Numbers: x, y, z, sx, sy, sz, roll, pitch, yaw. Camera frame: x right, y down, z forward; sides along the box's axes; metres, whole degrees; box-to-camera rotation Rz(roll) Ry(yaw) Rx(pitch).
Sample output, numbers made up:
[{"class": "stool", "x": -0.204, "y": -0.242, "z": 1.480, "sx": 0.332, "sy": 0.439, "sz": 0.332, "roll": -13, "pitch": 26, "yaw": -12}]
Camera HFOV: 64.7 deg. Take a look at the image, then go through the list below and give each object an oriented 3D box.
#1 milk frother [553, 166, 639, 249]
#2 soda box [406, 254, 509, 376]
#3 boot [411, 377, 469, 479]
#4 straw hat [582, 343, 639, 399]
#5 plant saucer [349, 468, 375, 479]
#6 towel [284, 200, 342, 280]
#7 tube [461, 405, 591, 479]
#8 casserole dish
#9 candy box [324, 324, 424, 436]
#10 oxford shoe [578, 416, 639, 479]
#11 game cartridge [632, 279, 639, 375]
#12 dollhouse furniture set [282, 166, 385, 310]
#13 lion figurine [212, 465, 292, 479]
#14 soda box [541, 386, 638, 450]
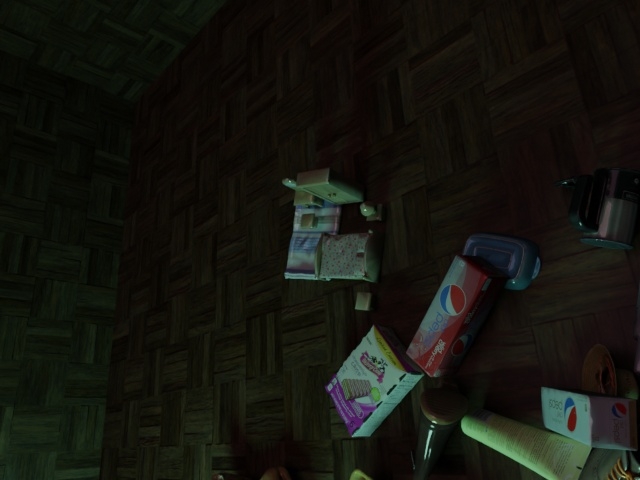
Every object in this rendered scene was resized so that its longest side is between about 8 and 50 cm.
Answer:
[{"class": "milk frother", "x": 0.507, "y": -0.060, "z": 0.942, "sx": 0.143, "sy": 0.129, "sz": 0.134, "roll": 63, "pitch": -139, "yaw": -86}, {"class": "soda box", "x": 0.288, "y": 0.163, "z": 1.082, "sx": 0.092, "sy": 0.084, "sz": 0.263, "roll": 42, "pitch": 118, "yaw": 44}, {"class": "boot", "x": 0.229, "y": 0.397, "z": 1.004, "sx": 0.090, "sy": 0.248, "sz": 0.206, "roll": 14, "pitch": 92, "yaw": 19}, {"class": "straw hat", "x": 0.500, "y": 0.247, "z": 0.853, "sx": 0.061, "sy": 0.144, "sz": 0.144, "roll": 2, "pitch": 76, "yaw": 7}, {"class": "plant saucer", "x": 0.164, "y": 0.720, "z": 1.078, "sx": 0.333, "sy": 0.081, "sz": 0.332, "roll": 15, "pitch": 89, "yaw": 49}, {"class": "towel", "x": -0.023, "y": -0.016, "z": 1.563, "sx": 0.209, "sy": 0.034, "sz": 0.284, "roll": 0, "pitch": 78, "yaw": 48}, {"class": "tube", "x": 0.372, "y": 0.376, "z": 0.939, "sx": 0.240, "sy": 0.062, "sz": 0.069, "roll": 2, "pitch": 95, "yaw": 58}, {"class": "casserole dish", "x": 0.377, "y": 0.039, "z": 1.089, "sx": 0.188, "sy": 0.037, "sz": 0.114, "roll": 14, "pitch": 88, "yaw": 51}, {"class": "candy box", "x": 0.126, "y": 0.346, "z": 1.247, "sx": 0.233, "sy": 0.071, "sz": 0.159, "roll": -56, "pitch": 43, "yaw": 20}, {"class": "oxford shoe", "x": 0.480, "y": 0.362, "z": 0.791, "sx": 0.363, "sy": 0.133, "sz": 0.130, "roll": -58, "pitch": 43, "yaw": 18}, {"class": "game cartridge", "x": 0.616, "y": 0.050, "z": 0.758, "sx": 0.230, "sy": 0.068, "sz": 0.354, "roll": 2, "pitch": 72, "yaw": 47}, {"class": "dollhouse furniture set", "x": 0.000, "y": 0.000, "z": 1.392, "sx": 0.303, "sy": 0.174, "sz": 0.355, "roll": -3, "pitch": 74, "yaw": 41}, {"class": "lion figurine", "x": -0.172, "y": 0.736, "z": 1.438, "sx": 0.392, "sy": 0.142, "sz": 0.240, "roll": -34, "pitch": 46, "yaw": 20}, {"class": "soda box", "x": 0.428, "y": 0.283, "z": 0.822, "sx": 0.069, "sy": 0.216, "sz": 0.073, "roll": 3, "pitch": 78, "yaw": 7}]
